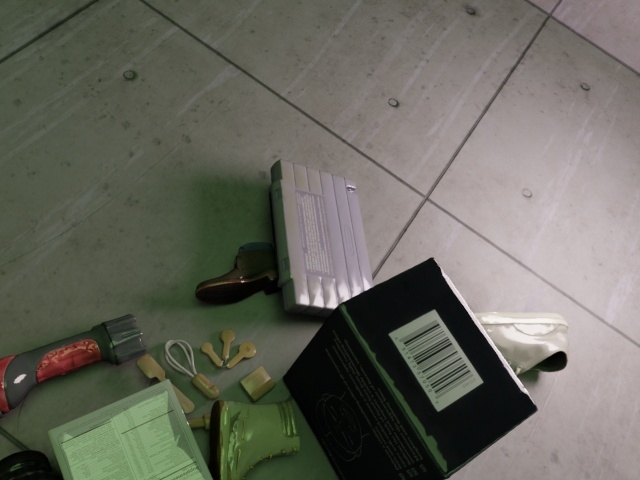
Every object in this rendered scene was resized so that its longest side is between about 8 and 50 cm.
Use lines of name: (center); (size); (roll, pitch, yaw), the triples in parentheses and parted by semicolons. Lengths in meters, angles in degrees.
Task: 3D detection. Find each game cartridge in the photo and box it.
game cartridge: (0.000, 0.000, 1.372); (0.230, 0.068, 0.355); (10, 58, -30)

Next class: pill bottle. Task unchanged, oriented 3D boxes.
pill bottle: (-0.443, 0.439, 0.952); (0.122, 0.123, 0.219); (-20, 43, -26)

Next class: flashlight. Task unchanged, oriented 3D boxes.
flashlight: (-0.471, 0.227, 1.112); (0.303, 0.103, 0.103); (-17, 94, -26)

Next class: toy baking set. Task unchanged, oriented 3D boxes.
toy baking set: (-0.218, 0.274, 1.206); (0.256, 0.030, 0.197); (-6, 58, -27)

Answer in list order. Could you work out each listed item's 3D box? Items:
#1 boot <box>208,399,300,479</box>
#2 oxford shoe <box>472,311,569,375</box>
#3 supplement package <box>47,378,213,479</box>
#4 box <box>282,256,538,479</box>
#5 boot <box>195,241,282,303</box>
boot: (-0.119, 0.402, 1.133); (0.165, 0.077, 0.213); (7, 74, -27)
oxford shoe: (0.361, 0.236, 1.332); (0.449, 0.169, 0.130); (2, 63, -22)
supplement package: (-0.291, 0.407, 1.004); (0.198, 0.199, 0.263); (-21, 69, -25)
box: (0.128, 0.268, 1.098); (0.211, 0.395, 0.294); (-23, 71, -28)
boot: (-0.174, 0.067, 1.315); (0.219, 0.082, 0.106); (-7, 53, -31)
